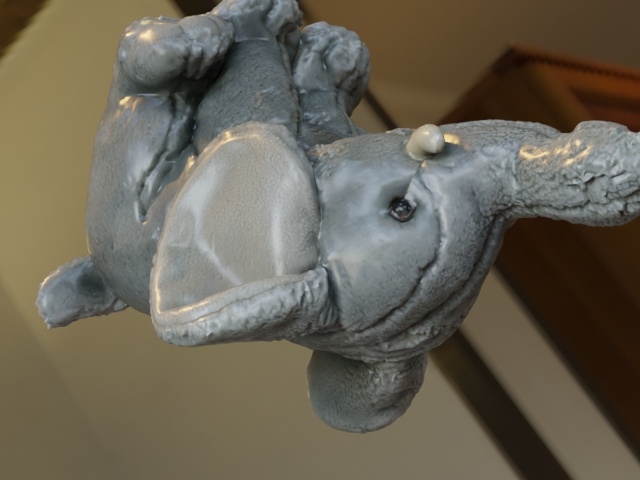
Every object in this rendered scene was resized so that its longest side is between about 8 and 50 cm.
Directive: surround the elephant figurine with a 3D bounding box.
[{"bbox_3d":[0.000,0.000,0.767,0.169,0.239,0.186,-11,-56,-26],"label":"elephant figurine"}]
